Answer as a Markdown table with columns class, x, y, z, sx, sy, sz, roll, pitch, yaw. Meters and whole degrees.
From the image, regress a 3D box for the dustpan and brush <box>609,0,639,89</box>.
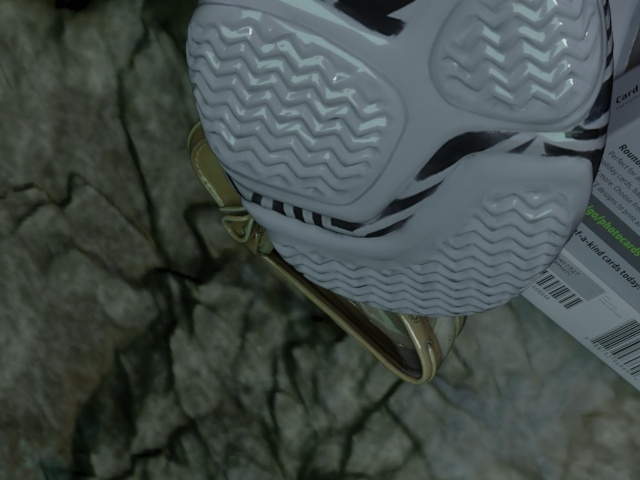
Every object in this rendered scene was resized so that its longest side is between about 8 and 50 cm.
| class | x | y | z | sx | sy | sz | roll | pitch | yaw |
| --- | --- | --- | --- | --- | --- | --- | --- | --- | --- |
| dustpan and brush | 0.018 | -0.090 | 0.676 | 0.211 | 0.060 | 0.147 | 16 | 135 | 6 |

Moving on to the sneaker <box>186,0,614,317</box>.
| class | x | y | z | sx | sy | sz | roll | pitch | yaw |
| --- | --- | --- | --- | --- | --- | --- | --- | --- | --- |
| sneaker | 0.044 | -0.156 | 0.540 | 0.137 | 0.210 | 0.365 | 8 | 134 | 18 |

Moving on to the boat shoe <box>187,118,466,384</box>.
| class | x | y | z | sx | sy | sz | roll | pitch | yaw |
| --- | --- | --- | --- | --- | --- | --- | --- | --- | --- |
| boat shoe | -0.001 | 0.001 | 0.733 | 0.153 | 0.048 | 0.056 | 45 | 125 | -7 |

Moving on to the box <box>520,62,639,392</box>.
| class | x | y | z | sx | sy | sz | roll | pitch | yaw |
| --- | --- | --- | --- | --- | --- | --- | --- | --- | --- |
| box | 0.166 | -0.016 | 0.634 | 0.145 | 0.038 | 0.186 | 37 | 130 | -27 |
